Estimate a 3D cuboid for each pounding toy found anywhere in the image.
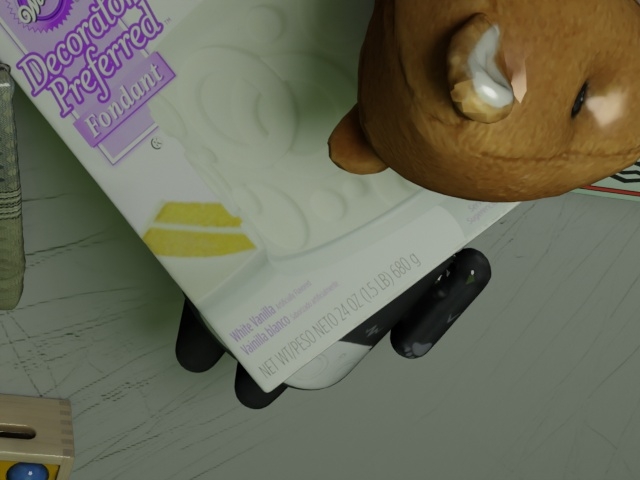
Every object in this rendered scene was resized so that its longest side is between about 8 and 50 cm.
[{"bbox_3d":[-0.295,0.211,1.320,0.141,0.100,0.130,7,126,-19],"label":"pounding toy"}]

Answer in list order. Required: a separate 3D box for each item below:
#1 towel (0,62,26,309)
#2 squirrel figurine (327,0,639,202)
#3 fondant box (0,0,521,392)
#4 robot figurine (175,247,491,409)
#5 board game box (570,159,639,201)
[{"bbox_3d":[-0.368,-0.029,1.084,0.312,0.056,0.324,-4,151,-13],"label":"towel"},{"bbox_3d":[0.064,-0.220,0.833,0.397,0.281,0.370,20,80,-22],"label":"squirrel figurine"},{"bbox_3d":[-0.040,-0.101,1.014,0.238,0.096,0.330,-38,90,18],"label":"fondant box"},{"bbox_3d":[0.002,0.000,1.174,0.209,0.173,0.278,8,131,-49],"label":"robot figurine"},{"bbox_3d":[0.269,-0.120,1.128,0.317,0.046,0.213,8,132,15],"label":"board game box"}]
